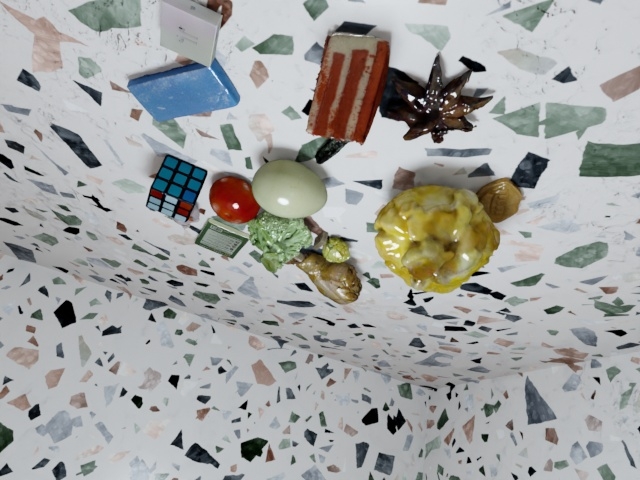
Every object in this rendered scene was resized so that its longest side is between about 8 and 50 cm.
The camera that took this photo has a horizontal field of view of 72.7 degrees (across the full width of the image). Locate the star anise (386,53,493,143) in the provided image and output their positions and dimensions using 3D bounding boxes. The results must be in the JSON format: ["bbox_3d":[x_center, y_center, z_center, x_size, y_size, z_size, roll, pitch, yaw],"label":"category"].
[{"bbox_3d":[0.286,-0.322,1.090,0.273,0.102,0.271,8,148,5],"label":"star anise"}]

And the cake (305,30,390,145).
[{"bbox_3d":[0.062,-0.329,1.037,0.159,0.261,0.159,13,170,10],"label":"cake"}]

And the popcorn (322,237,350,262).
[{"bbox_3d":[0.064,0.036,1.805,0.116,0.121,0.106,-18,117,-17],"label":"popcorn"}]

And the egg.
[{"bbox_3d":[-0.099,-0.165,1.428,0.254,0.188,0.188,18,150,-14],"label":"egg"}]

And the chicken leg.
[{"bbox_3d":[0.029,0.129,1.912,0.410,0.181,0.295,36,165,-6],"label":"chicken leg"}]

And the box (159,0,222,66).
[{"bbox_3d":[-0.316,-0.511,1.059,0.130,0.051,0.130,20,150,-12],"label":"box"}]

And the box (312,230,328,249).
[{"bbox_3d":[0.000,0.000,1.810,0.024,0.053,0.083,25,150,-21],"label":"box"}]

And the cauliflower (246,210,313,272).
[{"bbox_3d":[-0.178,0.012,1.705,0.273,0.250,0.275,-17,138,38],"label":"cauliflower"}]

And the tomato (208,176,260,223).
[{"bbox_3d":[-0.318,-0.143,1.608,0.196,0.135,0.195,11,151,6],"label":"tomato"}]

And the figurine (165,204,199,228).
[{"bbox_3d":[-0.569,-0.111,1.804,0.137,0.111,0.229,34,159,-18],"label":"figurine"}]

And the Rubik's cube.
[{"bbox_3d":[-0.525,-0.187,1.593,0.162,0.160,0.163,23,150,-18],"label":"Rubik's cube"}]

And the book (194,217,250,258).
[{"bbox_3d":[-0.457,-0.004,2.017,0.202,0.027,0.264,23,148,-18],"label":"book"}]

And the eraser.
[{"bbox_3d":[-0.395,-0.424,1.250,0.312,0.042,0.144,-2,147,25],"label":"eraser"}]

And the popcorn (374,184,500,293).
[{"bbox_3d":[0.357,-0.014,1.389,0.354,0.344,0.390,46,-171,24],"label":"popcorn"}]

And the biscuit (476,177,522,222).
[{"bbox_3d":[0.563,-0.122,1.392,0.142,0.028,0.220,6,150,13],"label":"biscuit"}]

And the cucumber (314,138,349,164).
[{"bbox_3d":[0.033,-0.279,1.323,0.053,0.053,0.181,25,151,-19],"label":"cucumber"}]
